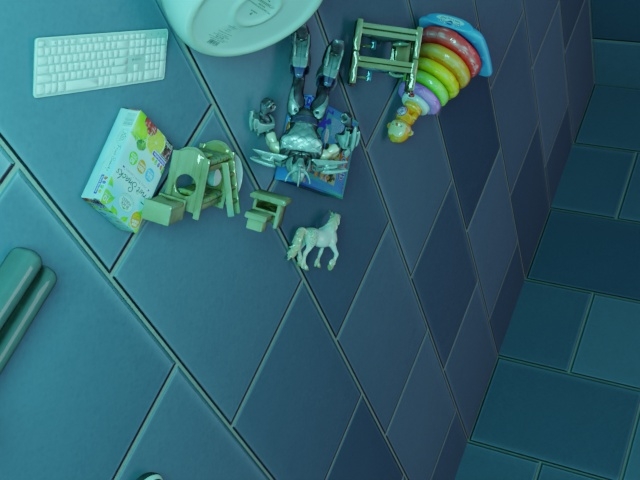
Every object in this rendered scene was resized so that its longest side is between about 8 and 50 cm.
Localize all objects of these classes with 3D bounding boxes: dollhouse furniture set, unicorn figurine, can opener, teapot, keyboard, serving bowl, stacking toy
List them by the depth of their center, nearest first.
[{"bbox_3d":[-0.379,0.142,1.089,0.283,0.095,0.076,-64,151,-27],"label":"can opener"},{"bbox_3d":[-0.280,-0.234,1.231,0.256,0.014,0.072,-26,123,-58],"label":"keyboard"},{"bbox_3d":[-0.118,-0.389,1.304,0.253,0.187,0.256,-19,160,-20],"label":"teapot"},{"bbox_3d":[-0.138,-0.074,1.359,0.182,0.161,0.101,-39,144,-72],"label":"dollhouse furniture set"},{"bbox_3d":[-0.158,-0.101,1.515,0.083,0.027,0.083,-34,130,-54],"label":"serving bowl"},{"bbox_3d":[0.000,0.000,1.838,0.162,0.060,0.111,-4,104,-64],"label":"unicorn figurine"},{"bbox_3d":[0.123,-0.367,1.910,0.183,0.129,0.129,-106,-157,-81],"label":"dollhouse furniture set"},{"bbox_3d":[0.236,-0.342,2.114,0.302,0.175,0.166,-56,148,-14],"label":"stacking toy"}]

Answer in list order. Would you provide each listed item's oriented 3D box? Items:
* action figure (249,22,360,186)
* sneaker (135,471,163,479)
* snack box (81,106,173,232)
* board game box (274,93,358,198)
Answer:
[{"bbox_3d":[-0.025,-0.218,1.600,0.099,0.185,0.285,128,-28,-64],"label":"action figure"},{"bbox_3d":[-0.267,0.477,1.447,0.084,0.097,0.234,37,67,-62],"label":"sneaker"},{"bbox_3d":[-0.261,-0.096,1.296,0.100,0.037,0.141,51,54,-57],"label":"snack box"},{"bbox_3d":[-0.004,-0.172,1.774,0.210,0.047,0.160,15,86,-63],"label":"board game box"}]
